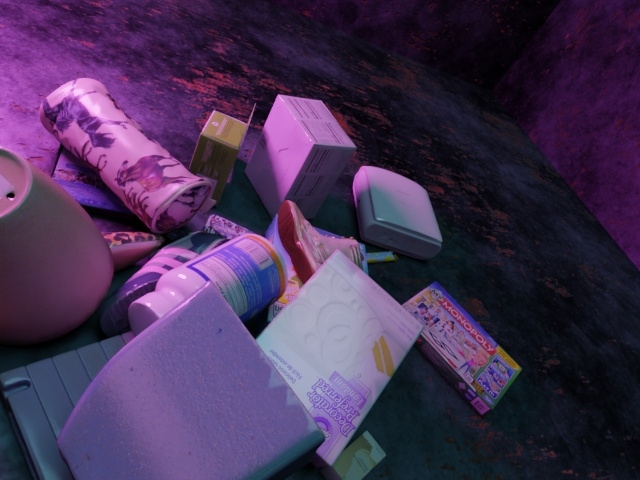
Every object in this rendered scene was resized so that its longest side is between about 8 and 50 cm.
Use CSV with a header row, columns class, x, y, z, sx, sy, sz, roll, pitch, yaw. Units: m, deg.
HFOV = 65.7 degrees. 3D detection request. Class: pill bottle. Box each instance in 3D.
class,x,y,z,sx,sy,sz,roll,pitch,yaw
pill bottle,-0.198,0.101,0.898,0.152,0.152,0.272,44,42,13

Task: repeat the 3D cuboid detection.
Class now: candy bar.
class,x,y,z,sx,sy,sz,roll,pitch,yaw
candy bar,0.153,0.047,1.391,0.162,0.018,0.040,-3,50,-37

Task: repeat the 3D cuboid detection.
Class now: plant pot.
class,x,y,z,sx,sy,sz,roll,pitch,yaw
plant pot,-0.462,-0.007,0.738,0.257,0.274,0.256,7,61,-12
plant pot,-0.178,0.255,0.656,0.252,0.247,0.247,-32,68,-22

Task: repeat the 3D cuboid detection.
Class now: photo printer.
class,x,y,z,sx,sy,sz,roll,pitch,yaw
photo printer,0.230,-0.101,1.535,0.256,0.107,0.307,18,40,-19

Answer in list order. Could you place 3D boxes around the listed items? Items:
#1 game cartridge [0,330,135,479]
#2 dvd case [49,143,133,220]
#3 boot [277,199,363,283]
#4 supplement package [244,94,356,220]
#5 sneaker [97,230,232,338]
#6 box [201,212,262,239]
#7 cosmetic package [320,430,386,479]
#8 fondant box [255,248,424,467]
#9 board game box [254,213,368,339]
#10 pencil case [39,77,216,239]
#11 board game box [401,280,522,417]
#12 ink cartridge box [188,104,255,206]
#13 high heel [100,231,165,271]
class,x,y,z,sx,sy,sz,roll,pitch,yaw
game cartridge,-0.298,0.314,0.743,0.230,0.068,0.355,-11,55,-47
dvd case,-0.510,-0.156,1.135,0.181,0.022,0.253,12,42,-24
boot,0.000,0.000,1.153,0.165,0.077,0.213,-3,57,-36
supplement package,-0.063,-0.216,1.324,0.145,0.261,0.204,-4,51,-39
sneaker,-0.315,0.078,0.978,0.131,0.112,0.319,19,34,30
box,-0.213,-0.002,1.174,0.137,0.027,0.093,25,39,-11
cosmetic package,0.061,0.407,0.908,0.060,0.041,0.115,48,40,18
fondant box,0.013,0.213,0.942,0.238,0.096,0.330,42,60,2
board game box,-0.009,0.108,1.157,0.254,0.079,0.336,19,40,-18
pencil case,-0.422,-0.186,1.081,0.410,0.160,0.183,41,2,12
board game box,0.348,0.264,1.270,0.317,0.046,0.214,47,40,17
ink cartridge box,-0.257,-0.240,1.275,0.097,0.188,0.255,21,37,-13
high heel,-0.456,-0.024,0.968,0.261,0.093,0.186,-18,63,-39
